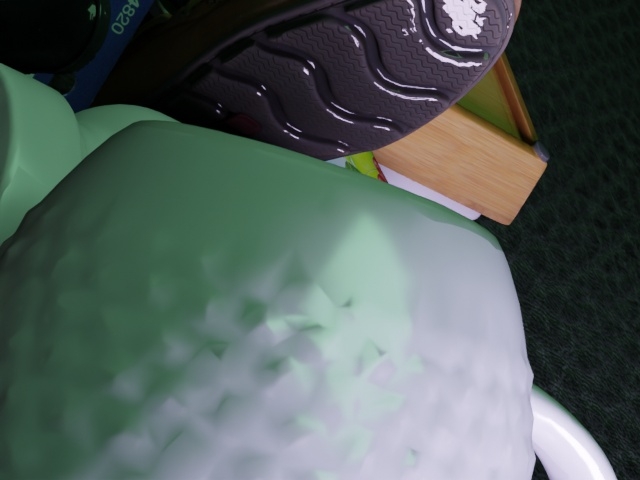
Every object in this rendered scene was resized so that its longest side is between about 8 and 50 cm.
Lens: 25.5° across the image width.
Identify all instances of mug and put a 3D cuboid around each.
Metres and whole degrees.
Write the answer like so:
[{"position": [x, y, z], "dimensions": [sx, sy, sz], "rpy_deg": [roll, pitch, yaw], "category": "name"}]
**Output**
[{"position": [-0.014, 0.145, 0.615], "dimensions": [0.374, 0.276, 0.328], "rpy_deg": [20, 85, -32], "category": "mug"}]

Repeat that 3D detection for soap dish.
[{"position": [0.097, -0.158, 1.417], "dimensions": [0.291, 0.118, 0.228], "rpy_deg": [22, 44, -48], "category": "soap dish"}]

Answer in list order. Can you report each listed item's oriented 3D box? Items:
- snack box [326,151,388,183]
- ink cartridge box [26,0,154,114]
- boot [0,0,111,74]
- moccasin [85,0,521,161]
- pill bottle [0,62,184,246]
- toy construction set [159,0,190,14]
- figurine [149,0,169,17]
[{"position": [0.000, 0.000, 1.161], "dimensions": [0.207, 0.070, 0.174], "rpy_deg": [-15, 75, -58], "category": "snack box"}, {"position": [-0.211, -0.127, 0.832], "dimensions": [0.224, 0.223, 0.045], "rpy_deg": [29, 3, -39], "category": "ink cartridge box"}, {"position": [-0.183, -0.118, 0.749], "dimensions": [0.099, 0.121, 0.045], "rpy_deg": [12, 79, -43], "category": "boot"}, {"position": [-0.029, -0.118, 0.903], "dimensions": [0.139, 0.380, 0.147], "rpy_deg": [32, 58, -26], "category": "moccasin"}, {"position": [-0.088, 0.046, 0.836], "dimensions": [0.363, 0.210, 0.210], "rpy_deg": [27, 40, -41], "category": "pill bottle"}, {"position": [-0.104, -0.337, 0.965], "dimensions": [0.257, 0.237, 0.308], "rpy_deg": [8, 47, -51], "category": "toy construction set"}, {"position": [-0.096, -0.256, 1.263], "dimensions": [0.215, 0.092, 0.209], "rpy_deg": [11, 56, -51], "category": "figurine"}]
